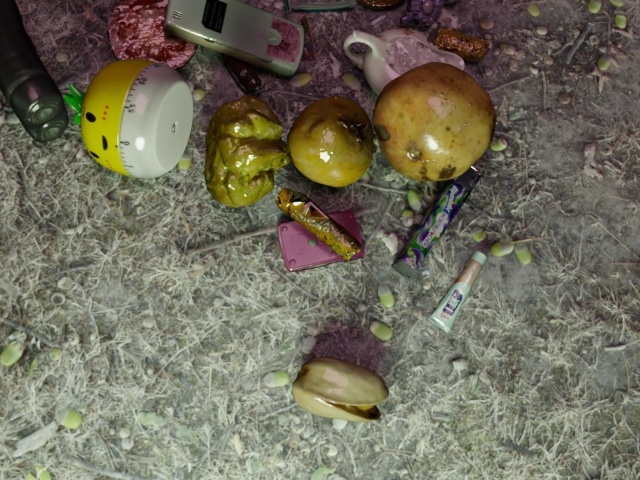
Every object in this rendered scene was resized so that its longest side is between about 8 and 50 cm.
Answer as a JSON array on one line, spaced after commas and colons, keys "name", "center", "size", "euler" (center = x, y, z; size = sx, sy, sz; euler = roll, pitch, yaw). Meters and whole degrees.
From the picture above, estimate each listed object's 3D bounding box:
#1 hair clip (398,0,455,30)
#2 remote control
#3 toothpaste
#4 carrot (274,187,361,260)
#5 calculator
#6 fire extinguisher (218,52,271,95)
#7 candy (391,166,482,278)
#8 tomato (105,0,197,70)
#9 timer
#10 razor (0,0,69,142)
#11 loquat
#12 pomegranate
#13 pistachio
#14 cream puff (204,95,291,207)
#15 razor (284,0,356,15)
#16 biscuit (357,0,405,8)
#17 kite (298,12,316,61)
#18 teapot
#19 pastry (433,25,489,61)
[{"name": "hair clip", "center": [0.310, -0.656, 2.043], "size": [0.292, 0.085, 0.106], "euler": [-46, 126, -17]}, {"name": "remote control", "center": [-0.204, -0.514, 1.869], "size": [0.344, 0.050, 0.145], "euler": [17, 67, -20]}, {"name": "toothpaste", "center": [0.326, 0.116, 1.799], "size": [0.056, 0.036, 0.205], "euler": [33, 73, 4]}, {"name": "carrot", "center": [-0.003, -0.038, 1.752], "size": [0.229, 0.069, 0.069], "euler": [39, 70, 8]}, {"name": "calculator", "center": [0.000, 0.000, 1.789], "size": [0.191, 0.034, 0.126], "euler": [-11, 75, -11]}, {"name": "fire extinguisher", "center": [-0.190, -0.416, 1.898], "size": [0.064, 0.043, 0.158], "euler": [-38, 79, 12]}, {"name": "candy", "center": [0.273, -0.047, 1.816], "size": [0.061, 0.088, 0.312], "euler": [36, 69, 1]}, {"name": "tomato", "center": [-0.405, -0.489, 1.868], "size": [0.225, 0.085, 0.224], "euler": [3, 75, -11]}, {"name": "timer", "center": [-0.445, -0.280, 1.707], "size": [0.285, 0.285, 0.285], "euler": [3, 71, -8]}, {"name": "razor", "center": [-0.680, -0.393, 1.731], "size": [0.114, 0.204, 0.349], "euler": [-25, 74, -14]}, {"name": "loquat", "center": [0.033, -0.228, 1.782], "size": [0.213, 0.213, 0.213], "euler": [3, 71, -8]}, {"name": "pomegranate", "center": [0.262, -0.272, 1.772], "size": [0.281, 0.281, 0.281], "euler": [3, 71, -8]}, {"name": "pistachio", "center": [0.041, 0.321, 1.633], "size": [0.206, 0.131, 0.129], "euler": [16, 112, -4]}, {"name": "cream puff", "center": [-0.175, -0.199, 1.729], "size": [0.196, 0.244, 0.244], "euler": [-22, 76, -26]}, {"name": "razor", "center": [-0.001, -0.612, 1.998], "size": [0.191, 0.037, 0.068], "euler": [-4, 67, -12]}, {"name": "biscuit", "center": [0.155, -0.696, 2.057], "size": [0.188, 0.027, 0.187], "euler": [3, 69, -8]}, {"name": "kite", "center": [-0.073, -0.509, 1.966], "size": [0.159, 0.010, 0.190], "euler": [35, 69, 5]}, {"name": "teapot", "center": [0.199, -0.442, 1.917], "size": [0.298, 0.139, 0.204], "euler": [9, 73, -6]}, {"name": "pastry", "center": [0.367, -0.510, 2.012], "size": [0.140, 0.056, 0.080], "euler": [22, 62, 6]}]
